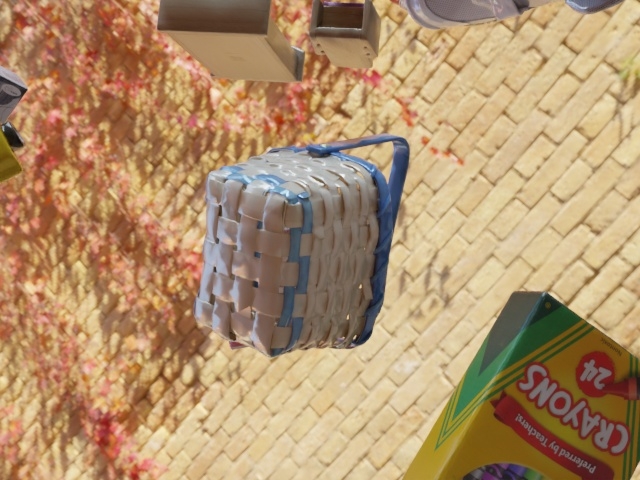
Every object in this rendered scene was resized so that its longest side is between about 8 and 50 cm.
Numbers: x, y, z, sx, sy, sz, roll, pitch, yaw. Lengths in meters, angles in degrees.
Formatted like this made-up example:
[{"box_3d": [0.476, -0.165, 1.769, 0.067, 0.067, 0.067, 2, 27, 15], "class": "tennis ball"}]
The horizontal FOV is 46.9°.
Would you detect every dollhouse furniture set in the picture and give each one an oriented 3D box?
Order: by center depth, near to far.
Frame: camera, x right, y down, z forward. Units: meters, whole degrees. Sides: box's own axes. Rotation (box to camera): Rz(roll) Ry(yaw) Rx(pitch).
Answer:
[{"box_3d": [-0.048, -0.380, 0.955, 0.198, 0.287, 0.303, 18, -102, -78], "class": "dollhouse furniture set"}]

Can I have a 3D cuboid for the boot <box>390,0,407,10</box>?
[{"box_3d": [0.141, -0.511, 1.165, 0.244, 0.176, 0.088, -56, -12, 15], "class": "boot"}]

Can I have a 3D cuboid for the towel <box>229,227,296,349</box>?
[{"box_3d": [-0.076, 0.071, 1.116, 0.029, 0.144, 0.196, -107, 13, -69], "class": "towel"}]

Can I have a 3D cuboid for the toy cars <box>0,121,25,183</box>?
[{"box_3d": [-0.440, -0.053, 0.802, 0.087, 0.177, 0.393, 84, -164, -65], "class": "toy cars"}]

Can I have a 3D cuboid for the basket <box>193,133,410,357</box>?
[{"box_3d": [0.000, 0.000, 0.865, 0.289, 0.201, 0.254, -6, -71, -46], "class": "basket"}]

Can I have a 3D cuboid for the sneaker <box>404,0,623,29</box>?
[{"box_3d": [0.248, -0.326, 0.844, 0.366, 0.137, 0.210, -13, 21, 28], "class": "sneaker"}]

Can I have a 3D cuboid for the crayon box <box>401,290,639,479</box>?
[{"box_3d": [0.232, 0.241, 0.822, 0.318, 0.202, 0.081, -57, 10, -10], "class": "crayon box"}]

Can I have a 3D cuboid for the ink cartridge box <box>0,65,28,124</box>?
[{"box_3d": [-0.642, -0.161, 1.195, 0.332, 0.065, 0.165, -50, -31, 10], "class": "ink cartridge box"}]
